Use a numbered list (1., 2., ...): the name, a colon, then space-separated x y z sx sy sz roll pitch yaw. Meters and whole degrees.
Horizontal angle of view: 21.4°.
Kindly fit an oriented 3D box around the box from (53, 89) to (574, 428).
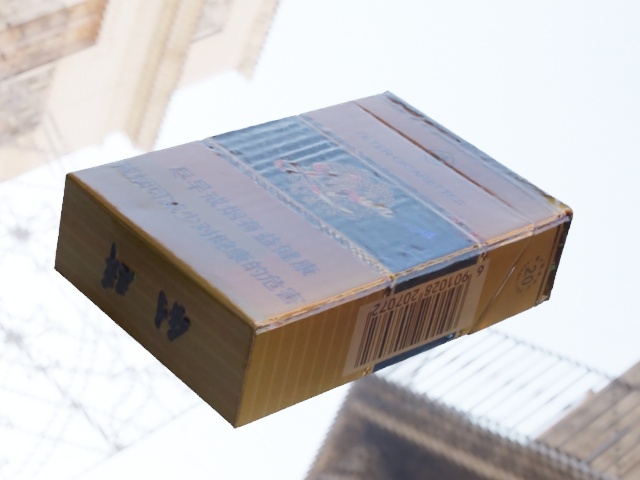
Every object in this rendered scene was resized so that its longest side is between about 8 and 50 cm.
1. box: 0.000 0.000 0.895 0.152 0.237 0.070 36 -54 33
